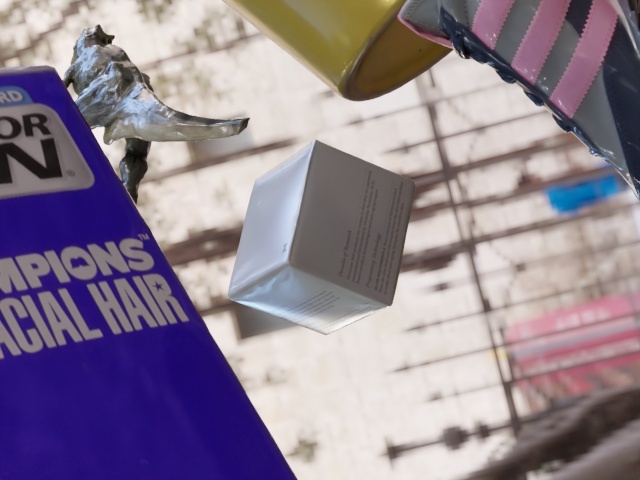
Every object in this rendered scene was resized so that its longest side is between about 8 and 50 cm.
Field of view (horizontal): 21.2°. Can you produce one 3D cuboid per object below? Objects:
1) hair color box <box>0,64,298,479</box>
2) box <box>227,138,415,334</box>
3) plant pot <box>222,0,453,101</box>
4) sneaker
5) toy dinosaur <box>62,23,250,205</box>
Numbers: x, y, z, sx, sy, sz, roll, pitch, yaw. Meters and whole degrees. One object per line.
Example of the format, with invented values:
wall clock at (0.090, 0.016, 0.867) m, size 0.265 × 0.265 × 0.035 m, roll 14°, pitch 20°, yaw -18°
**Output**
hair color box at (-0.074, 0.134, 0.487) m, size 0.338 × 0.110 × 0.185 m, roll 56°, pitch 137°, yaw 25°
box at (0.000, 0.000, 1.220) m, size 0.101 × 0.087 × 0.102 m, roll -29°, pitch 45°, yaw 58°
plant pot at (0.008, -0.236, 1.171) m, size 0.239 × 0.254 × 0.254 m, roll 50°, pitch -178°, yaw 14°
sneaker at (0.125, -0.133, 1.031) m, size 0.319 × 0.131 × 0.112 m, roll 60°, pitch -161°, yaw -11°
toy dinosaur at (-0.138, -0.069, 1.133) m, size 0.064 × 0.118 × 0.268 m, roll 23°, pitch -173°, yaw -33°
